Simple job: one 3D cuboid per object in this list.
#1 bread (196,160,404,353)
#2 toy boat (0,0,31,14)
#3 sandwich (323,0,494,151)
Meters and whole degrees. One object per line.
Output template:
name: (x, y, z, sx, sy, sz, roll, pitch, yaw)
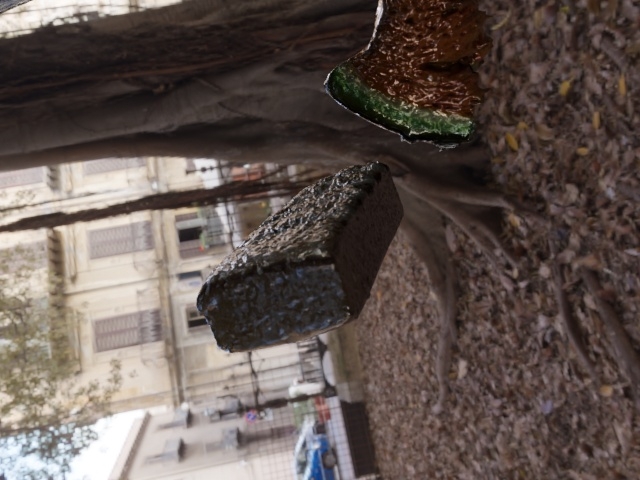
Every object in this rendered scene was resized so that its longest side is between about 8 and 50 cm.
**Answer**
bread: (0.000, 0.000, 0.750, 0.113, 0.165, 0.416, 66, -161, -11)
toy boat: (-0.225, -0.160, 0.348, 0.075, 0.185, 0.077, 67, 169, -21)
sandwich: (0.152, -0.313, 0.919, 0.162, 0.250, 0.301, -81, 6, -59)
